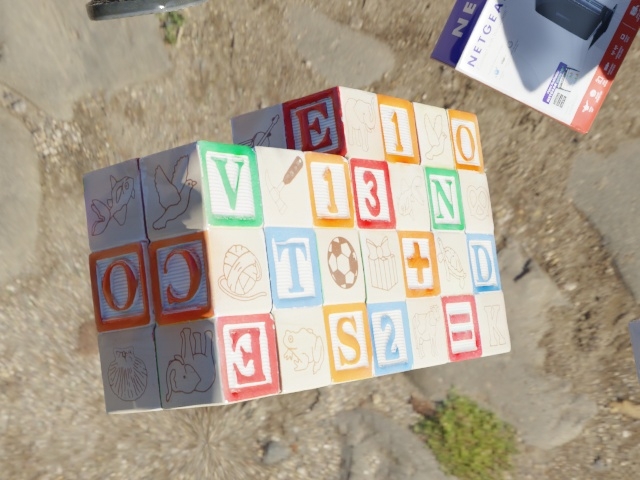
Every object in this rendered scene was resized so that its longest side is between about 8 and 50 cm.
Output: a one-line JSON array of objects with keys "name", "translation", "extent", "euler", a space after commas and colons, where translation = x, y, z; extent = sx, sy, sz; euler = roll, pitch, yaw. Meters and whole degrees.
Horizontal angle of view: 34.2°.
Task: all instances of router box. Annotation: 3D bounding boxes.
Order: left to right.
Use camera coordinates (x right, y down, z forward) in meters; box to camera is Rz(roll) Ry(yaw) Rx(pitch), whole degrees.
[{"name": "router box", "translation": [0.374, -0.377, 1.651], "extent": [0.301, 0.082, 0.336], "euler": [18, 102, -32]}]

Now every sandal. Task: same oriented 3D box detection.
[{"name": "sandal", "translation": [-0.170, -0.431, 1.566], "extent": [0.445, 0.167, 0.107], "euler": [-29, 118, -32]}]

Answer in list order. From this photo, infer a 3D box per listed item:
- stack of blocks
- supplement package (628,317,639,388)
[{"name": "stack of blocks", "translation": [0.000, 0.000, 0.634], "extent": [0.087, 0.297, 0.171], "euler": [-11, 84, 36]}, {"name": "supplement package", "translation": [0.525, 0.154, 1.177], "extent": [0.262, 0.199, 0.198], "euler": [-14, 94, -34]}]
